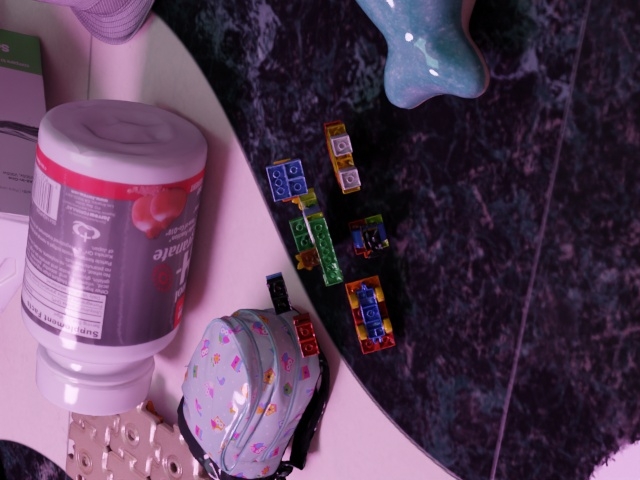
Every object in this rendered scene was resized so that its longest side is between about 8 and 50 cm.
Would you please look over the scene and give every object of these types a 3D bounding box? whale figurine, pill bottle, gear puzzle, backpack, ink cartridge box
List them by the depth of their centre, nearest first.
[{"bbox_3d":[0.058,-0.241,0.975,0.216,0.141,0.272,-1,99,47],"label":"whale figurine"},{"bbox_3d":[-0.071,0.152,1.229,0.152,0.115,0.182,50,128,31],"label":"backpack"},{"bbox_3d":[-0.230,0.023,1.323,0.176,0.176,0.319,33,122,38],"label":"pill bottle"},{"bbox_3d":[-0.181,0.275,1.437,0.339,0.044,0.175,27,117,37],"label":"gear puzzle"},{"bbox_3d":[-0.418,-0.086,1.478,0.211,0.121,0.289,-48,44,41],"label":"ink cartridge box"}]

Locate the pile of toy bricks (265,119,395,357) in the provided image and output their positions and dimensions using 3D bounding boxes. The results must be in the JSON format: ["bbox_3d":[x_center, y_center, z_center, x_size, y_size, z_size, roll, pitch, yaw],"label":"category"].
[{"bbox_3d":[0.000,0.000,1.143,0.105,0.118,0.212,-113,9,-76],"label":"pile of toy bricks"}]

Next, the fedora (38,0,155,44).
[{"bbox_3d":[-0.273,-0.345,1.321,0.244,0.124,0.275,56,134,23],"label":"fedora"}]
